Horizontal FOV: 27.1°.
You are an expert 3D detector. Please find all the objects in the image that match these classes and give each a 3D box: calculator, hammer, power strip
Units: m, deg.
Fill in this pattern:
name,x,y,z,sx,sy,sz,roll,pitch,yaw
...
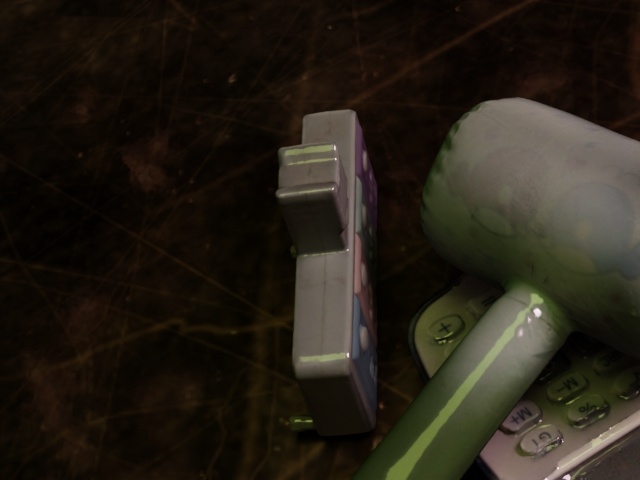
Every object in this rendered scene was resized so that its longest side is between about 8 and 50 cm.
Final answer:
name,x,y,z,sx,sy,sz,roll,pitch,yaw
calculator,0.166,0.089,0.810,0.177,0.040,0.268,-29,50,-8
hammer,0.091,0.072,0.766,0.206,0.119,0.335,27,70,39
power strip,0.000,0.000,0.856,0.061,0.145,0.216,-6,51,9
